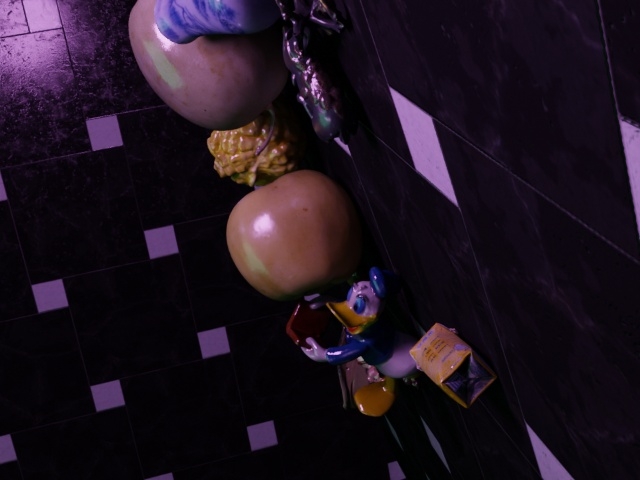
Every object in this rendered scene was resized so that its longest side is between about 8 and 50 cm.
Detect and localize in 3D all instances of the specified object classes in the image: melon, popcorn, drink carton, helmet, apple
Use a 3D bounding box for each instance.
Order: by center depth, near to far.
[{"bbox_3d":[0.189,0.177,1.261,0.074,0.084,0.200,41,180,-17],"label":"drink carton"},{"bbox_3d":[-0.194,-0.337,1.495,0.308,0.272,0.272,28,-161,-38],"label":"melon"},{"bbox_3d":[-0.049,-0.006,1.648,0.262,0.262,0.262,62,174,11],"label":"apple"},{"bbox_3d":[-0.134,-0.230,1.791,0.237,0.206,0.251,48,-159,-32],"label":"popcorn"},{"bbox_3d":[0.136,0.323,2.112,0.204,0.137,0.257,-65,-27,-45],"label":"helmet"}]

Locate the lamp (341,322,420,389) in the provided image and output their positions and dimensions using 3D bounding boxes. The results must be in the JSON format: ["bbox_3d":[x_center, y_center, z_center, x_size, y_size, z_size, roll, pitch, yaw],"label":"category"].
[{"bbox_3d":[0.138,0.265,1.948,0.118,0.118,0.253,72,171,-56],"label":"lamp"}]

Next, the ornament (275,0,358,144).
[{"bbox_3d":[0.000,-0.236,1.121,0.236,0.080,0.202,128,119,-83],"label":"ornament"}]

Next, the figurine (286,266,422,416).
[{"bbox_3d":[0.080,0.155,1.611,0.338,0.284,0.204,96,-168,-47],"label":"figurine"}]

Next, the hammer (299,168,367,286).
[{"bbox_3d":[0.000,0.000,1.878,0.305,0.202,0.113,48,153,-17],"label":"hammer"}]

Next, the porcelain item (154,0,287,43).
[{"bbox_3d":[-0.144,-0.367,1.248,0.259,0.141,0.141,-6,114,48],"label":"porcelain item"}]
